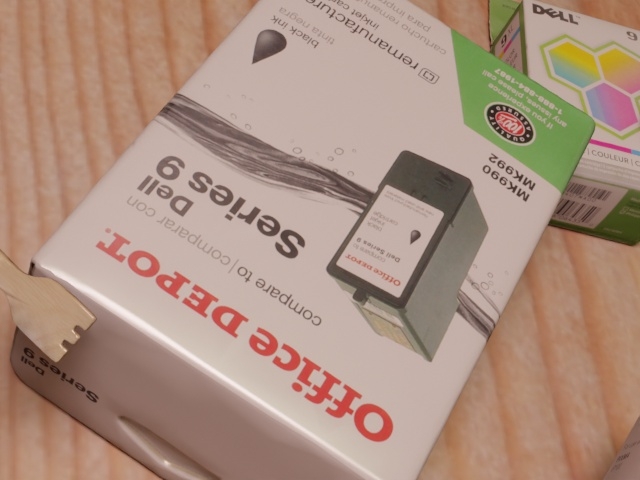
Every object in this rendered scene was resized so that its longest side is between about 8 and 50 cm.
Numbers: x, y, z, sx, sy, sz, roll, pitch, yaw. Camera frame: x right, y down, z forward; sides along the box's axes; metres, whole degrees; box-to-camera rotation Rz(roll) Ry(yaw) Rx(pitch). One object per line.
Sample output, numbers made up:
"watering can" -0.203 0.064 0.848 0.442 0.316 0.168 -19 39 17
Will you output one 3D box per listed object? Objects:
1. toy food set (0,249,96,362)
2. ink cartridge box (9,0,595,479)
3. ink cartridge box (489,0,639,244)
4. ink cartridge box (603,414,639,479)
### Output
"toy food set" -0.204 0.070 0.488 0.132 0.038 0.192 40 91 8
"ink cartridge box" 0.000 0.000 0.629 0.211 0.121 0.289 33 53 1
"ink cartridge box" 0.184 -0.108 0.809 0.109 0.062 0.209 13 55 -14
"ink cartridge box" 0.196 0.230 0.518 0.207 0.117 0.283 34 71 3
